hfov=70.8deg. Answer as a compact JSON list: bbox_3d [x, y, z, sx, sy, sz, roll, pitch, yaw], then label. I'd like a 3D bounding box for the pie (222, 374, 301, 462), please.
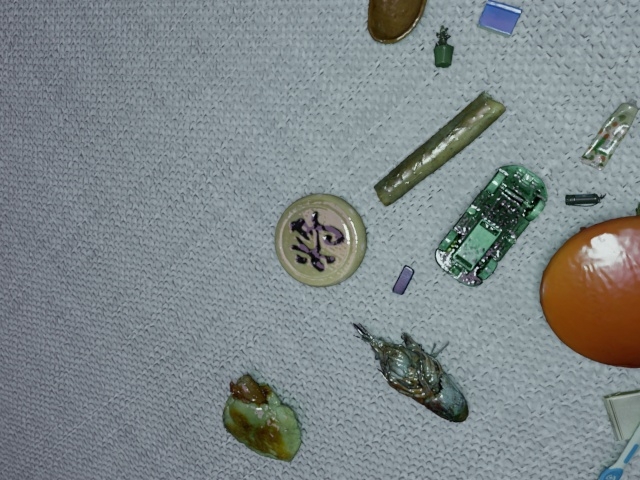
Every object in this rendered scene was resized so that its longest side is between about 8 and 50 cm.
[{"bbox_3d":[-0.181,0.554,1.361,0.274,0.105,0.257,32,119,14],"label":"pie"}]

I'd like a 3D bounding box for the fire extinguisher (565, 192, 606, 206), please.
[{"bbox_3d":[0.631,-0.096,1.072,0.083,0.025,0.038,-3,133,17],"label":"fire extinguisher"}]

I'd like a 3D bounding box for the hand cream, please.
[{"bbox_3d":[0.674,-0.246,1.042,0.057,0.037,0.165,30,110,12],"label":"hand cream"}]

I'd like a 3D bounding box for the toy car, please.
[{"bbox_3d":[0.408,-0.035,1.095,0.136,0.125,0.306,37,93,8],"label":"toy car"}]

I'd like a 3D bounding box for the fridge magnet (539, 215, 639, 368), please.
[{"bbox_3d":[0.682,0.116,0.989,0.363,0.155,0.364,8,113,19],"label":"fridge magnet"}]

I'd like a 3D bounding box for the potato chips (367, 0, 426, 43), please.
[{"bbox_3d":[0.196,-0.599,1.136,0.150,0.049,0.202,9,100,20],"label":"potato chips"}]

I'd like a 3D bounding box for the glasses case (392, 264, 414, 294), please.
[{"bbox_3d":[0.225,0.108,1.217,0.033,0.023,0.083,26,104,7],"label":"glasses case"}]

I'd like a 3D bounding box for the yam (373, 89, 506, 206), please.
[{"bbox_3d":[0.292,-0.223,1.135,0.371,0.083,0.083,-41,84,17],"label":"yam"}]

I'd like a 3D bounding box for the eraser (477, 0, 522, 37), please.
[{"bbox_3d":[0.430,-0.534,1.082,0.084,0.027,0.063,26,104,13],"label":"eraser"}]

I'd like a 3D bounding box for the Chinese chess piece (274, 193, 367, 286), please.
[{"bbox_3d":[0.000,0.000,1.233,0.257,0.104,0.258,2,96,16],"label":"Chinese chess piece"}]

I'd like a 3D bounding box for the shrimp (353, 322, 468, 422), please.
[{"bbox_3d":[0.251,0.324,1.189,0.372,0.137,0.172,46,70,0],"label":"shrimp"}]

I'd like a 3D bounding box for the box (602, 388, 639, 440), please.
[{"bbox_3d":[0.798,0.405,1.073,0.198,0.029,0.109,-18,90,17],"label":"box"}]

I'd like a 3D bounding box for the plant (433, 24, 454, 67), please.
[{"bbox_3d":[0.306,-0.484,1.115,0.051,0.051,0.102,0,91,17],"label":"plant"}]

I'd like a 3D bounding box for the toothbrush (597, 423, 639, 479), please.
[{"bbox_3d":[0.713,0.567,1.100,0.040,0.040,0.387,25,106,13],"label":"toothbrush"}]

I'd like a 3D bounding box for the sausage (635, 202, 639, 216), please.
[{"bbox_3d":[0.849,-0.043,0.983,0.263,0.083,0.083,4,97,16],"label":"sausage"}]
